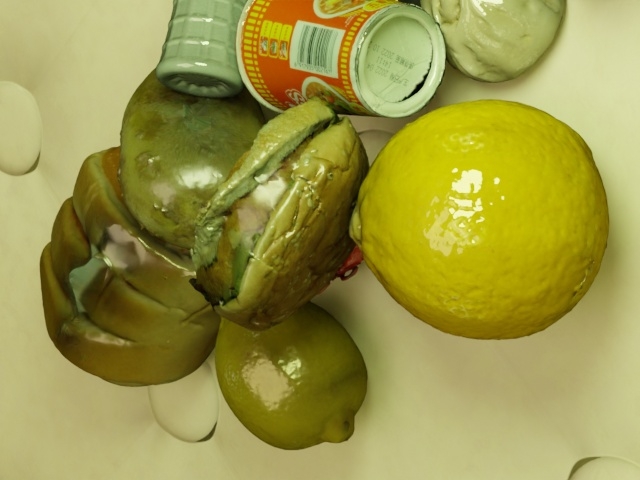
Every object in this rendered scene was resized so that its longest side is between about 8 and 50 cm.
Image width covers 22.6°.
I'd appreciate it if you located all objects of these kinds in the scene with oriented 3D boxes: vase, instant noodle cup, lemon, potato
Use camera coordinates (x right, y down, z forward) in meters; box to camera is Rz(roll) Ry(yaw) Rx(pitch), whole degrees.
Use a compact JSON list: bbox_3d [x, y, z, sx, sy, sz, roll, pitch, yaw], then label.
[{"bbox_3d":[-0.130,-0.333,1.977,0.143,0.143,0.299,-2,74,40],"label":"vase"},{"bbox_3d":[0.035,-0.224,1.874,0.212,0.193,0.193,21,114,53],"label":"instant noodle cup"},{"bbox_3d":[-0.044,0.164,2.067,0.248,0.184,0.184,51,127,13],"label":"lemon"},{"bbox_3d":[-0.157,-0.113,2.056,0.173,0.210,0.307,98,168,-46],"label":"potato"},{"bbox_3d":[0.182,-0.023,1.778,0.293,0.293,0.293,11,107,37],"label":"lemon"}]

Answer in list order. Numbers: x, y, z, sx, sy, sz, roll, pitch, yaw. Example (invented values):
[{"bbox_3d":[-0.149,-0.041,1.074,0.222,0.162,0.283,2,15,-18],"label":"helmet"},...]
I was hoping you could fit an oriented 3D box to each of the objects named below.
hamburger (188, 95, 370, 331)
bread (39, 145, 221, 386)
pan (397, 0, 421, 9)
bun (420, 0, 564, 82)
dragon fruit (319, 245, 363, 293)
[{"bbox_3d":[-0.034,-0.020,1.831,0.134,0.285,0.265,42,88,11],"label":"hamburger"},{"bbox_3d":[-0.269,0.051,2.216,0.300,0.210,0.341,54,128,19],"label":"bread"},{"bbox_3d":[0.111,-0.313,1.933,0.068,0.023,0.115,28,113,33],"label":"pan"},{"bbox_3d":[0.185,-0.272,1.831,0.183,0.102,0.183,9,106,35],"label":"bun"},{"bbox_3d":[0.000,0.000,2.030,0.133,0.208,0.150,32,163,41],"label":"dragon fruit"}]
